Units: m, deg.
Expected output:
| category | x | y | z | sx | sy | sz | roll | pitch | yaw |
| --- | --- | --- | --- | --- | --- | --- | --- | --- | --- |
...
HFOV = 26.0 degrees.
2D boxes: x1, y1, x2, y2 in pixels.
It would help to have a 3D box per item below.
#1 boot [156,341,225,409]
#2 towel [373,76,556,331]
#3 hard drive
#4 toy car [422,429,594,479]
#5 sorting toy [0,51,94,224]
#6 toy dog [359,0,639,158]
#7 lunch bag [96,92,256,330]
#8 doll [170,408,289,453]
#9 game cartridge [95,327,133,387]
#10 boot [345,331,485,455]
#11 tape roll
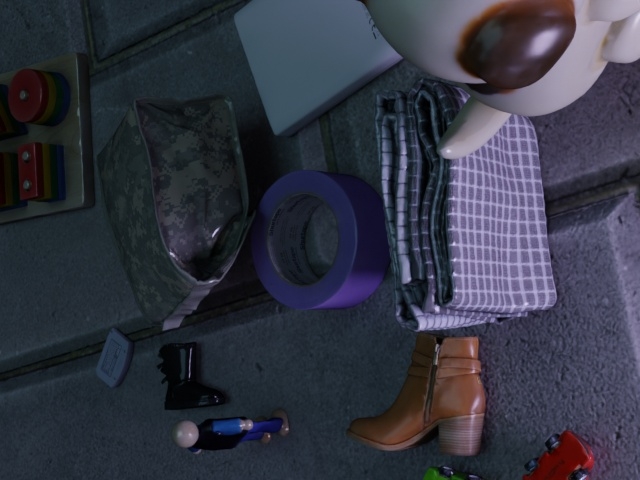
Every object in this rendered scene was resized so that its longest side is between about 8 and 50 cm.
| category | x | y | z | sx | sy | sz | roll | pitch | yaw |
| --- | --- | --- | --- | --- | --- | --- | --- | --- | --- |
| boot | -0.192 | 0.200 | 2.056 | 0.121 | 0.045 | 0.099 | -10 | 78 | 40 |
| towel | 0.174 | -0.037 | 1.641 | 0.121 | 0.235 | 0.283 | -9 | 82 | 33 |
| hard drive | 0.023 | -0.304 | 1.901 | 0.307 | 0.040 | 0.203 | -32 | 68 | 34 |
| toy car | 0.226 | 0.327 | 1.695 | 0.225 | 0.053 | 0.239 | 14 | 96 | 40 |
| sorting toy | -0.499 | -0.168 | 2.296 | 0.257 | 0.089 | 0.255 | -9 | 82 | 39 |
| toy dog | 0.171 | -0.263 | 1.339 | 0.284 | 0.408 | 0.395 | 46 | 110 | 13 |
| lunch bag | -0.200 | -0.034 | 1.954 | 0.235 | 0.169 | 0.287 | 140 | 122 | -61 |
| doll | -0.133 | 0.266 | 1.906 | 0.129 | 0.189 | 0.046 | -28 | 71 | 35 |
| game cartridge | -0.323 | 0.187 | 2.182 | 0.056 | 0.017 | 0.083 | 35 | 110 | 39 |
| boot | 0.123 | 0.193 | 1.778 | 0.197 | 0.073 | 0.152 | -1 | 87 | 29 |
| tape roll | 0.000 | 0.000 | 1.881 | 0.189 | 0.080 | 0.189 | -3 | 85 | 40 |
